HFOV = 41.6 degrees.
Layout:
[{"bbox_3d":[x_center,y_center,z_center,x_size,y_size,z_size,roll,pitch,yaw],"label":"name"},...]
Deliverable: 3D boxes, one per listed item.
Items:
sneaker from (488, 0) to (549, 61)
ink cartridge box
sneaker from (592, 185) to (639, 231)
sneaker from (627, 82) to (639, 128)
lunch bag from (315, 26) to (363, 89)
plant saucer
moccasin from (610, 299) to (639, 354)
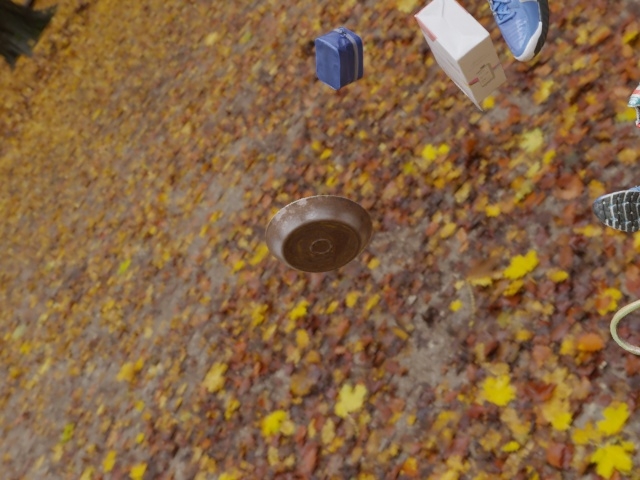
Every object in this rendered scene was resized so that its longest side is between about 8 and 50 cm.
[{"bbox_3d":[0.230,-0.326,1.077,0.080,0.081,0.211,144,115,-65],"label":"sneaker"},{"bbox_3d":[0.235,-0.302,1.372,0.067,0.198,0.115,-39,64,6],"label":"ink cartridge box"},{"bbox_3d":[0.488,-0.053,1.289,0.073,0.162,0.064,-131,37,-73],"label":"sneaker"},{"bbox_3d":[0.626,-0.224,1.579,0.075,0.161,0.057,-49,28,-9],"label":"sneaker"},{"bbox_3d":[0.035,-0.315,1.436,0.065,0.098,0.067,-31,52,-27],"label":"lunch bag"},{"bbox_3d":[0.000,0.000,1.523,0.198,0.198,0.036,-37,42,27],"label":"plant saucer"},{"bbox_3d":[0.315,0.091,0.651,0.139,0.146,0.380,109,176,-67],"label":"moccasin"}]
